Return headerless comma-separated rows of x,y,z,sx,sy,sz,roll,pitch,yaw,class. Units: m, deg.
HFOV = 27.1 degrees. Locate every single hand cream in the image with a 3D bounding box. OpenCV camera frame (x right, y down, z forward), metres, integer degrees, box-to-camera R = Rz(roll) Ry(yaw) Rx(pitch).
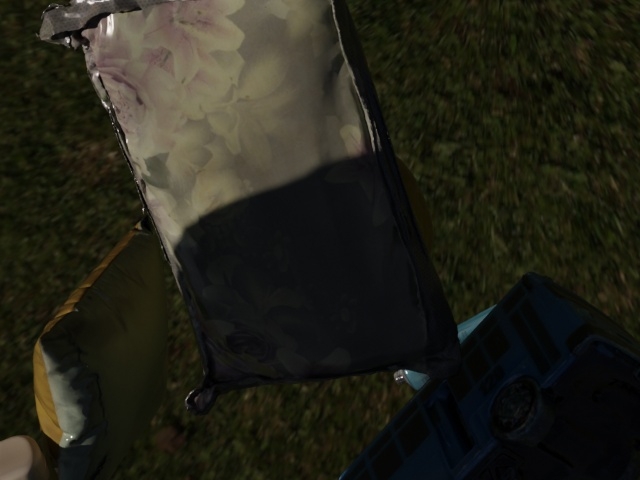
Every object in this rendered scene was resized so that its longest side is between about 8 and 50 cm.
0.194,0.134,1.699,0.224,0.048,0.083,-25,108,19,hand cream

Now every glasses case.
-0.427,0.303,1.614,0.196,0.083,0.050,-24,126,-14,glasses case

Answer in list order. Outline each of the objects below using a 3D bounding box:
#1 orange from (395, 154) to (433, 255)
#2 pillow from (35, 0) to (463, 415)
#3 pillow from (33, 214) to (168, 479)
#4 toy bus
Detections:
0.000,0.000,1.659,0.279,0.235,0.279,-7,110,-20,orange
-0.029,-0.032,0.680,0.169,0.059,0.255,-14,112,7,pillow
-0.281,0.171,1.734,0.119,0.310,0.312,12,121,16,pillow
0.101,0.109,0.728,0.090,0.106,0.185,32,108,-26,toy bus
